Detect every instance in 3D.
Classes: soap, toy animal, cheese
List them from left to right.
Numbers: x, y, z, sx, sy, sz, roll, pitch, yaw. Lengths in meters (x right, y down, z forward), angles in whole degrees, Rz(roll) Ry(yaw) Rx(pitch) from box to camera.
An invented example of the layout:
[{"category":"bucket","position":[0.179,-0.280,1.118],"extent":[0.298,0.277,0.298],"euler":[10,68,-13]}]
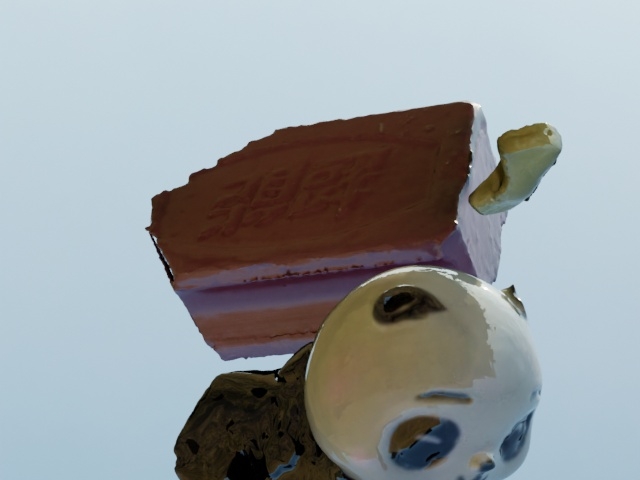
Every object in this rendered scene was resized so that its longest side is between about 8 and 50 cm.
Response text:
[{"category":"soap","position":[0.000,0.000,1.095],"extent":[0.250,0.099,0.162],"euler":[-9,-138,19]},{"category":"toy animal","position":[0.035,0.098,0.847],"extent":[0.179,0.166,0.138],"euler":[-43,-120,34]},{"category":"cheese","position":[0.120,-0.043,0.963],"extent":[0.083,0.044,0.030],"euler":[122,-40,-54]}]
